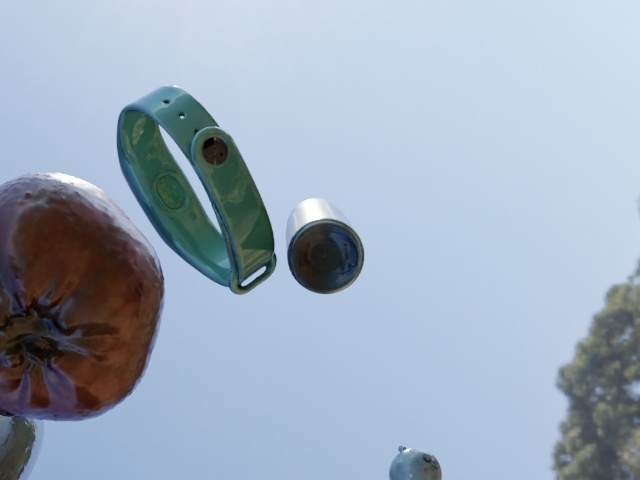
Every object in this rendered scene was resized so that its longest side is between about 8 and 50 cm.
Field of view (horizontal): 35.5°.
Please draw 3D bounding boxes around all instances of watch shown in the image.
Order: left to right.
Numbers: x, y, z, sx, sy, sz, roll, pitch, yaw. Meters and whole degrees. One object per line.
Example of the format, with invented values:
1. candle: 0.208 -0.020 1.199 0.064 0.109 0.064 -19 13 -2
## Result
1. watch: -0.134 -0.052 1.082 0.068 0.195 0.237 -35 -72 -28

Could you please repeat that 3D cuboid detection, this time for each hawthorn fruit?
1. hawthorn fruit: -0.179 0.026 0.679 0.203 0.162 0.163 -115 -1 -70

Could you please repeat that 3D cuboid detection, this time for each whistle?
1. whistle: 0.070 0.169 0.632 0.035 0.035 0.100 41 -164 -43

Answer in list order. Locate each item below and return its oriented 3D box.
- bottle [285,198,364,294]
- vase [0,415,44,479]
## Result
1. bottle: 0.000 0.000 1.165 0.286 0.082 0.082 -107 0 -82
2. vase: -0.382 0.247 1.017 0.321 0.173 0.173 -134 22 -74
